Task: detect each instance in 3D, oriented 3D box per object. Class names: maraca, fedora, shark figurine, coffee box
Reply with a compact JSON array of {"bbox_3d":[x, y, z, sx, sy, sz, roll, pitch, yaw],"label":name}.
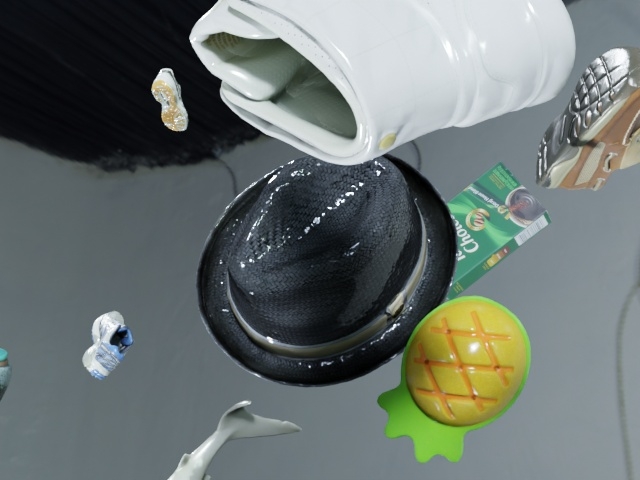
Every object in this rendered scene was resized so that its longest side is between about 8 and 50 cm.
[{"bbox_3d":[0.140,0.146,0.906,0.127,0.099,0.186,37,95,18],"label":"maraca"},{"bbox_3d":[0.000,0.000,1.011,0.334,0.152,0.334,-3,63,6],"label":"fedora"},{"bbox_3d":[-0.122,0.288,0.836,0.166,0.116,0.278,-26,26,32],"label":"shark figurine"},{"bbox_3d":[0.218,-0.013,1.216,0.184,0.040,0.113,-38,56,6],"label":"coffee box"}]

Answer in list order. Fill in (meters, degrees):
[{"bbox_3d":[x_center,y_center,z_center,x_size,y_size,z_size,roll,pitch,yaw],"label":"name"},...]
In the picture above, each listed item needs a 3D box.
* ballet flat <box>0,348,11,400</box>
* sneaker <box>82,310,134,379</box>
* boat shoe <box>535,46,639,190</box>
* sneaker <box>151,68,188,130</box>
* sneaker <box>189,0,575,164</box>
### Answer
[{"bbox_3d":[-0.317,0.097,0.603,0.070,0.188,0.070,-168,90,-70],"label":"ballet flat"},{"bbox_3d":[-0.276,0.134,1.168,0.058,0.052,0.135,-34,25,12],"label":"sneaker"},{"bbox_3d":[0.412,-0.163,1.232,0.120,0.324,0.122,14,72,-1],"label":"boat shoe"},{"bbox_3d":[-0.169,-0.163,0.997,0.032,0.083,0.037,3,55,8],"label":"sneaker"},{"bbox_3d":[-0.013,-0.162,0.495,0.292,0.169,0.108,49,148,29],"label":"sneaker"}]
